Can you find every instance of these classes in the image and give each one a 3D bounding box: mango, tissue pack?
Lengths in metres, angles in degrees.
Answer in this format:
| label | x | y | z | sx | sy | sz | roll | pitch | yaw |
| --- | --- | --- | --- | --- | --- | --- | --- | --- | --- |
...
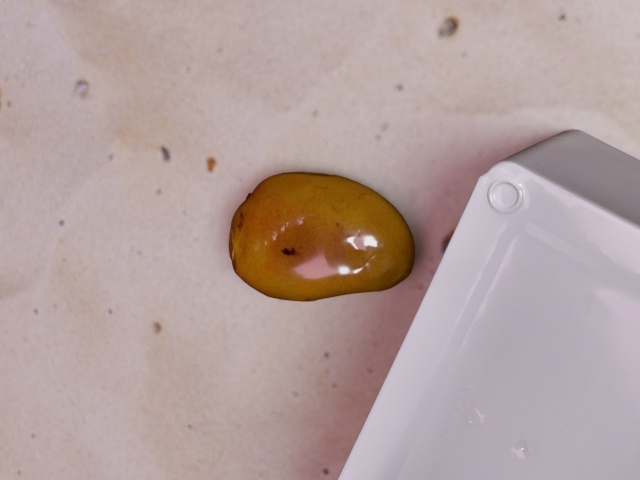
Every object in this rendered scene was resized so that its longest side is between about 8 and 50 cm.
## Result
| label | x | y | z | sx | sy | sz | roll | pitch | yaw |
| --- | --- | --- | --- | --- | --- | --- | --- | --- | --- |
| mango | 0.000 | 0.000 | 0.685 | 0.114 | 0.060 | 0.080 | 15 | 90 | 25 |
| tissue pack | 0.122 | 0.088 | 0.599 | 0.159 | 0.136 | 0.246 | 31 | 112 | 18 |
